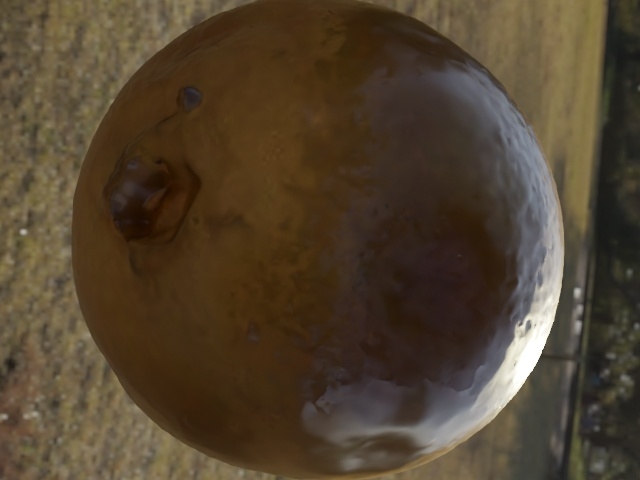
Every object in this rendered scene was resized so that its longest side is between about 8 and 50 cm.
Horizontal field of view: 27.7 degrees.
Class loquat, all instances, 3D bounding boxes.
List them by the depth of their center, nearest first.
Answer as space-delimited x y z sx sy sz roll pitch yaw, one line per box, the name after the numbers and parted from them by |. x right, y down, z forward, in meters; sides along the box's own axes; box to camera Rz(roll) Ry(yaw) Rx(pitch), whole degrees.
0.000 0.000 0.859 0.328 0.328 0.328 5 90 -71 | loquat
